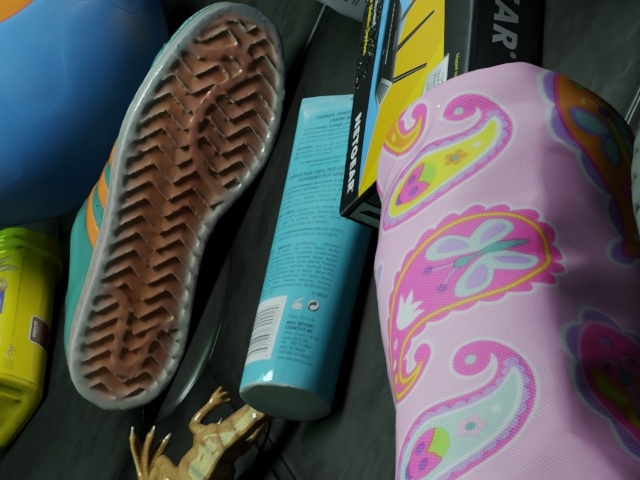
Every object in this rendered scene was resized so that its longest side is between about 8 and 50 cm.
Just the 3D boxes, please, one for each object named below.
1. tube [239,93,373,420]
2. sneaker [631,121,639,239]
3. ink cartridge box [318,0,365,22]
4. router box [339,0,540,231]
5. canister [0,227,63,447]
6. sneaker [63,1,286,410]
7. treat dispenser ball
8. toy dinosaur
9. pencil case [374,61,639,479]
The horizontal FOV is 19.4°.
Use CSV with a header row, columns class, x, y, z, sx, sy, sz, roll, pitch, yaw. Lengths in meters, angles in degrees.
class,x,y,z,sx,sy,sz,roll,pitch,yaw
tube,0.000,0.000,1.085,0.080,0.052,0.207,-3,61,30
sneaker,0.176,-0.063,0.581,0.140,0.125,0.341,-51,27,36
ink cartridge box,-0.086,-0.336,1.267,0.091,0.308,0.385,-55,23,32
router box,0.067,-0.109,1.025,0.133,0.046,0.179,-45,31,49
canister,-0.291,0.091,1.722,0.126,0.073,0.170,-51,28,41
sneaker,-0.120,-0.035,1.349,0.302,0.108,0.121,-67,24,8
treat dispenser ball,-0.271,-0.156,1.601,0.288,0.288,0.288,-53,25,38
toy dinosaur,-0.081,0.157,1.122,0.211,0.064,0.112,-64,21,14
pencil case,0.080,0.062,0.716,0.124,0.124,0.284,-52,27,40
